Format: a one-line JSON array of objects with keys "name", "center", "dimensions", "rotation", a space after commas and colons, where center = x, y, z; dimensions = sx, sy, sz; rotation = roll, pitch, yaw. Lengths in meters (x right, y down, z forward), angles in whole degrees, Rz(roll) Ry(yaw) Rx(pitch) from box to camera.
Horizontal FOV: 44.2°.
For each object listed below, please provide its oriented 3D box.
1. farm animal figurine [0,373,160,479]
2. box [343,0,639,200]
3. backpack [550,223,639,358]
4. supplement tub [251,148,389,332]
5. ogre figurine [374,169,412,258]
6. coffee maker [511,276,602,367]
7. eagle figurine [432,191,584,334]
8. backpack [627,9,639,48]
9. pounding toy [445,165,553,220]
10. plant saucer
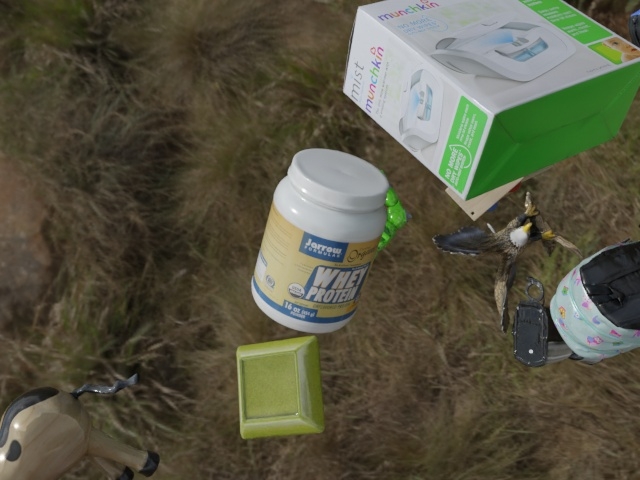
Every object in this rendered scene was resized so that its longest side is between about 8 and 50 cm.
[{"name": "farm animal figurine", "center": [-0.251, 0.260, 0.478], "dimensions": [0.326, 0.172, 0.330], "rotation": [-41, 27, 16]}, {"name": "box", "center": [0.201, -0.192, 0.929], "dimensions": [0.231, 0.261, 0.127], "rotation": [49, 146, 32]}, {"name": "backpack", "center": [0.376, 0.072, 0.960], "dimensions": [0.152, 0.181, 0.115], "rotation": [61, 149, 30]}, {"name": "supplement tub", "center": [0.000, 0.000, 0.996], "dimensions": [0.144, 0.144, 0.200], "rotation": [39, 126, 35]}, {"name": "ogre figurine", "center": [0.093, -0.031, 1.568], "dimensions": [0.118, 0.097, 0.197], "rotation": [41, 69, 13]}, {"name": "coffee maker", "center": [0.489, 0.167, 1.577], "dimensions": [0.120, 0.178, 0.171], "rotation": [43, 127, 54]}, {"name": "eagle figurine", "center": [0.393, 0.029, 1.709], "dimensions": [0.298, 0.225, 0.226], "rotation": [-39, 46, -23]}, {"name": "backpack", "center": [0.658, -0.404, 1.533], "dimensions": [0.101, 0.120, 0.098], "rotation": [-37, 25, -14]}, {"name": "pounding toy", "center": [0.302, -0.106, 1.317], "dimensions": [0.100, 0.141, 0.130], "rotation": [47, 117, 2]}, {"name": "plant saucer", "center": [-0.090, 0.289, 1.552], "dimensions": [0.188, 0.045, 0.188], "rotation": [-11, 74, 23]}]
